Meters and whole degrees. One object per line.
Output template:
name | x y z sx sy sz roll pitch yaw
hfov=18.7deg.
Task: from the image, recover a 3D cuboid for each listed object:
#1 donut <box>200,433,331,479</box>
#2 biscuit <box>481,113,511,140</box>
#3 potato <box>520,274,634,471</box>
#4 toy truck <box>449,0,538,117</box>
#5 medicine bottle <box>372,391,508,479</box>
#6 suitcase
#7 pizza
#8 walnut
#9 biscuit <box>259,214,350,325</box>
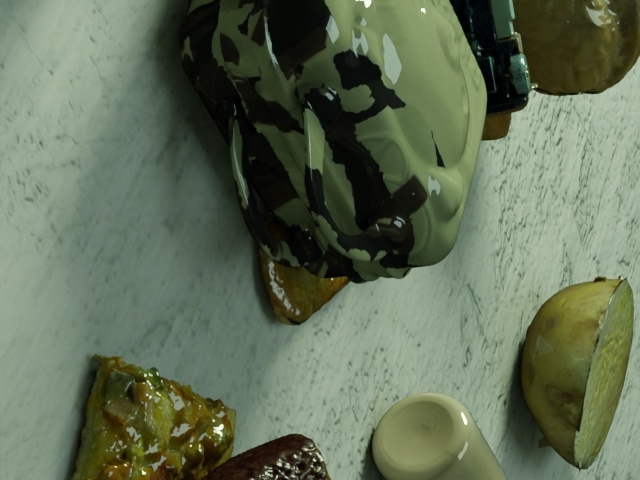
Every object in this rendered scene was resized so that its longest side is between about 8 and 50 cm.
donut | -0.062 0.241 1.556 0.186 0.144 0.126 -15 115 -33
biscuit | 0.129 -0.224 2.142 0.355 0.052 0.275 10 77 -63
potato | 0.315 0.165 2.456 0.299 0.116 0.239 62 41 -62
toy truck | 0.159 -0.260 2.037 0.140 0.108 0.257 -41 120 -75
medicine bottle | 0.146 0.270 2.094 0.252 0.114 0.114 58 40 -47
suitcase | 0.024 -0.128 1.737 0.351 0.194 0.339 60 34 -39
pizza | -0.138 0.178 1.566 0.292 0.058 0.197 -41 126 -58
walnut | 0.281 -0.276 2.194 0.198 0.198 0.245 -53 129 -52
biscuit | 0.000 0.000 1.896 0.247 0.029 0.118 -38 116 -59
